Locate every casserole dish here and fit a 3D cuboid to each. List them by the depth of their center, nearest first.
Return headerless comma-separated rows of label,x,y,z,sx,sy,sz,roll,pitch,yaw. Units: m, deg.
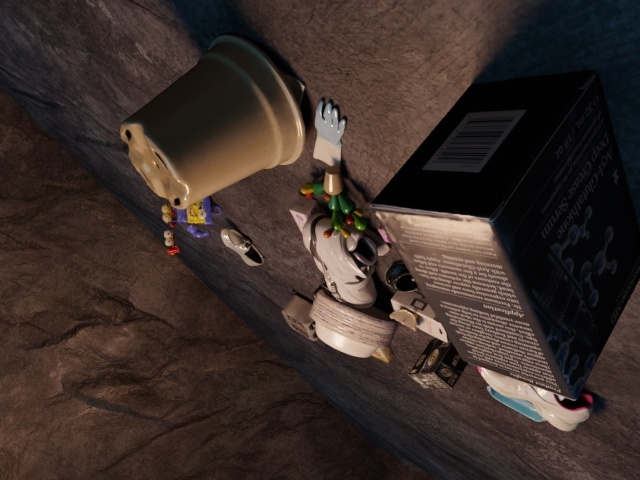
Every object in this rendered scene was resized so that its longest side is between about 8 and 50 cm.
casserole dish,0.605,0.485,1.625,0.189,0.037,0.114,26,154,33

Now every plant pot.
plant pot,-0.259,-0.241,1.198,0.334,0.305,0.333,37,152,25

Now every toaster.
toaster,-0.068,0.327,2.290,0.186,0.110,0.168,27,154,30

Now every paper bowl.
paper bowl,0.098,0.277,1.733,0.285,0.148,0.284,22,-176,-2

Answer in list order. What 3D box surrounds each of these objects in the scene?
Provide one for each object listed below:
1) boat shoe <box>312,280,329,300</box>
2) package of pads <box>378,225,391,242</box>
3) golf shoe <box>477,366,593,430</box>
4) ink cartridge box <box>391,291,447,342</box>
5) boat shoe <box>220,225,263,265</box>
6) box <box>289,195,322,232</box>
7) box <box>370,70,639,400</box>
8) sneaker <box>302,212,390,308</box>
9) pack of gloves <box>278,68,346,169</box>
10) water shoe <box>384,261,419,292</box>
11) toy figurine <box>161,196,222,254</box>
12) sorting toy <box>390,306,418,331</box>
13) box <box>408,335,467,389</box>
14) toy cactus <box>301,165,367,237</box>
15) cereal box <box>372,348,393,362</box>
boat shoe,0.080,0.288,1.931,0.302,0.091,0.114,52,148,0
package of pads,0.191,-0.016,1.339,0.083,0.032,0.050,9,141,52
golf shoe,0.571,0.376,1.406,0.306,0.115,0.140,29,146,9
ink cartridge box,0.304,0.216,1.558,0.180,0.060,0.104,24,152,34
boat shoe,-0.309,0.022,2.157,0.081,0.079,0.227,2,143,43
box,0.000,0.000,1.628,0.067,0.063,0.324,21,151,36
box,0.312,-0.002,0.829,0.212,0.293,0.395,12,145,50
sneaker,0.105,0.081,1.516,0.210,0.137,0.365,14,144,50
pack of gloves,-0.035,-0.258,1.224,0.195,0.046,0.232,35,158,14
water shoe,0.220,0.100,1.427,0.203,0.080,0.072,-14,96,61
toy figurine,-0.499,-0.133,2.093,0.191,0.218,0.362,132,132,-82
sorting toy,0.252,0.235,1.546,0.083,0.044,0.075,28,161,27
box,0.373,0.379,1.645,0.078,0.147,0.180,40,158,-2
toy cactus,0.025,-0.107,1.332,0.219,0.112,0.180,49,157,36
cereal box,0.170,0.371,2.080,0.173,0.047,0.240,14,145,44
